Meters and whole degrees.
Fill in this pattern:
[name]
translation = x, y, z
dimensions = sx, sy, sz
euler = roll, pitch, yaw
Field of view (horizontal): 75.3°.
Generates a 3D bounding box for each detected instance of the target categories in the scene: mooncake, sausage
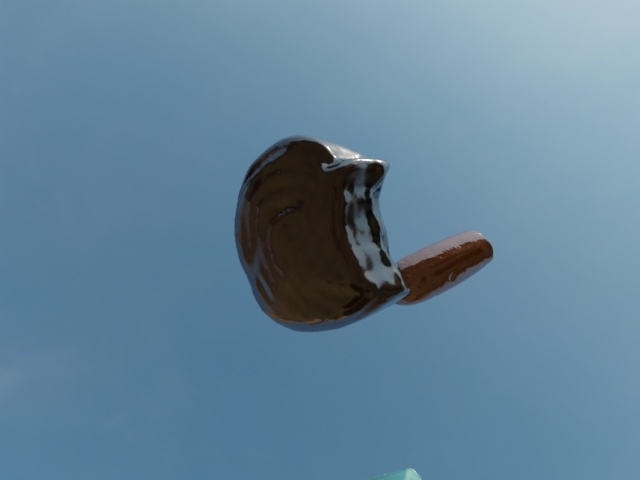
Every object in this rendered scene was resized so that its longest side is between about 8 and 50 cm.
[mooncake]
translation = 0.000, 0.000, 0.709
dimensions = 0.333, 0.174, 0.326
euler = 28, -70, 32
[sausage]
translation = 0.246, 0.061, 0.890
dimensions = 0.259, 0.113, 0.114
euler = -22, -84, -24

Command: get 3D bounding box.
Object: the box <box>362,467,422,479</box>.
[box]
translation = 0.076, 0.445, 0.554
dimensions = 0.311, 0.205, 0.118
euler = 12, -82, -38
